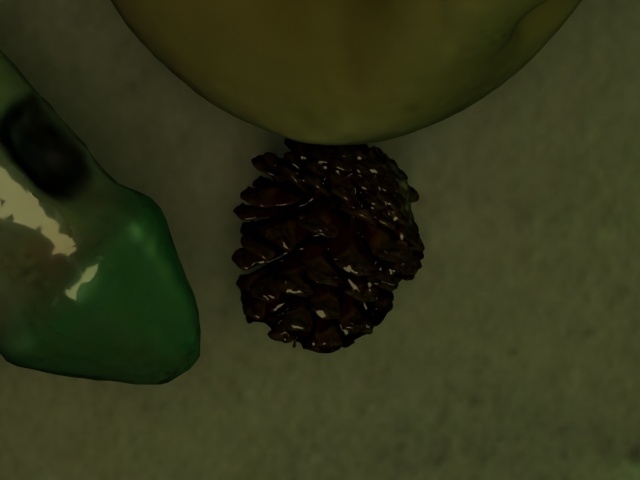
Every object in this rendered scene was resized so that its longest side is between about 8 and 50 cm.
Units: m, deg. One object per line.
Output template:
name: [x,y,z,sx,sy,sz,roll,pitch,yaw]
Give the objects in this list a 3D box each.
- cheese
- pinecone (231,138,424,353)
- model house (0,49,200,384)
cheese: [0.018,-0.139,0.530,0.218,0.117,0.235,1,123,29]
pinecone: [0.000,0.000,0.613,0.077,0.077,0.083,30,103,-6]
model house: [-0.213,0.032,0.521,0.298,0.243,0.284,-40,102,13]
